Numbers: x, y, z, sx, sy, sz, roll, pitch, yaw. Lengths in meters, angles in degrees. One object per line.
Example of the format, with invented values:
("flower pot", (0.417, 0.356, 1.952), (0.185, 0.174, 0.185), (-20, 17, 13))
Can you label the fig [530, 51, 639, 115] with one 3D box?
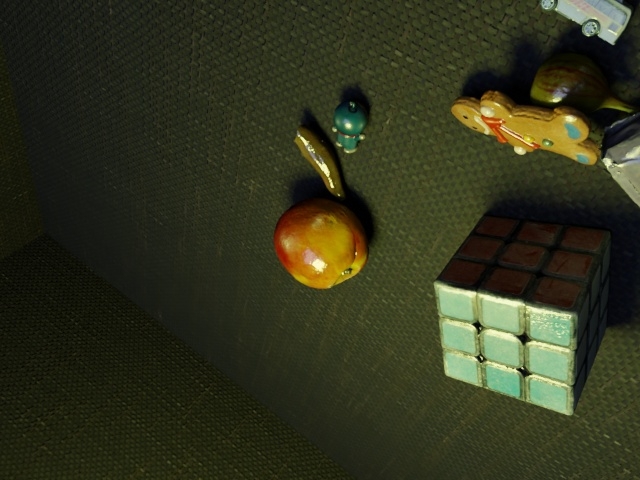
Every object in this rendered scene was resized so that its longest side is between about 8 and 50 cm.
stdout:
("fig", (0.510, -0.262, 1.034), (0.236, 0.124, 0.124), (26, 138, 7))

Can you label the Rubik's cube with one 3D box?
("Rubik's cube", (0.467, 0.154, 1.270), (0.305, 0.304, 0.301), (11, 129, 37))

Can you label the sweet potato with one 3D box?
("sweet potato", (0.008, -0.219, 1.541), (0.077, 0.077, 0.243), (-13, 122, 46))

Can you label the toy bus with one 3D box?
("toy bus", (0.455, -0.422, 0.980), (0.190, 0.064, 0.075), (37, 128, 11))

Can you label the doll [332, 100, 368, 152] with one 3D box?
("doll", (0.074, -0.293, 1.411), (0.114, 0.085, 0.152), (41, 152, 24))

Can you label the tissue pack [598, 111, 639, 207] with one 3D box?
("tissue pack", (0.691, -0.160, 0.922), (0.242, 0.125, 0.344), (42, 141, -14))

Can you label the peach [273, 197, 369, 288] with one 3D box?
("peach", (0.000, 0.000, 1.599), (0.281, 0.238, 0.280), (9, 104, 38))

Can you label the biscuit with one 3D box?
("biscuit", (0.394, -0.225, 1.118), (0.324, 0.049, 0.205), (32, 180, 42))
